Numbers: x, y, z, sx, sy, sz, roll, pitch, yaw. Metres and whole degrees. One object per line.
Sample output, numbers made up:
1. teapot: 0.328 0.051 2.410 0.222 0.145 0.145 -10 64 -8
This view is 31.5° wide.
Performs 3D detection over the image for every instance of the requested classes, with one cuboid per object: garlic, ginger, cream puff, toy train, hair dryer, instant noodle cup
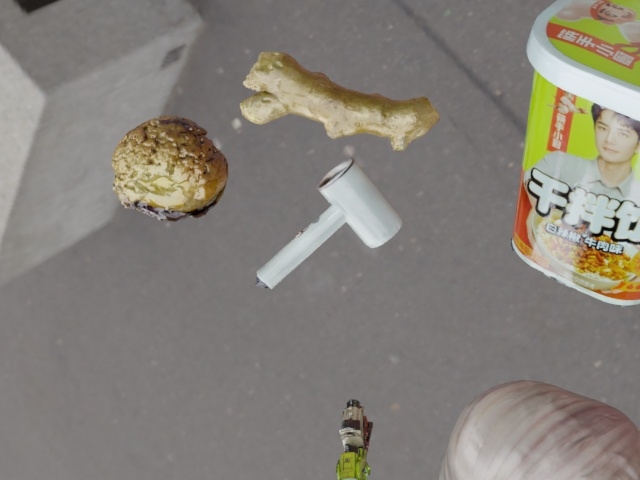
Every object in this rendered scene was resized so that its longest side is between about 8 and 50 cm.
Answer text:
1. garlic: 0.291 0.315 1.365 0.317 0.259 0.317 46 167 14
2. ginger: 0.032 -0.206 1.688 0.299 0.118 0.065 11 172 0
3. cream puff: -0.165 -0.083 1.243 0.104 0.133 0.119 -56 43 37
4. toy train: 0.059 0.379 2.007 0.053 0.249 0.085 -9 123 11
5. hair dryer: 0.000 0.000 1.712 0.131 0.236 0.073 50 172 -12
6. instant noodle cup: 0.365 -0.107 1.345 0.294 0.294 0.307 31 135 27
